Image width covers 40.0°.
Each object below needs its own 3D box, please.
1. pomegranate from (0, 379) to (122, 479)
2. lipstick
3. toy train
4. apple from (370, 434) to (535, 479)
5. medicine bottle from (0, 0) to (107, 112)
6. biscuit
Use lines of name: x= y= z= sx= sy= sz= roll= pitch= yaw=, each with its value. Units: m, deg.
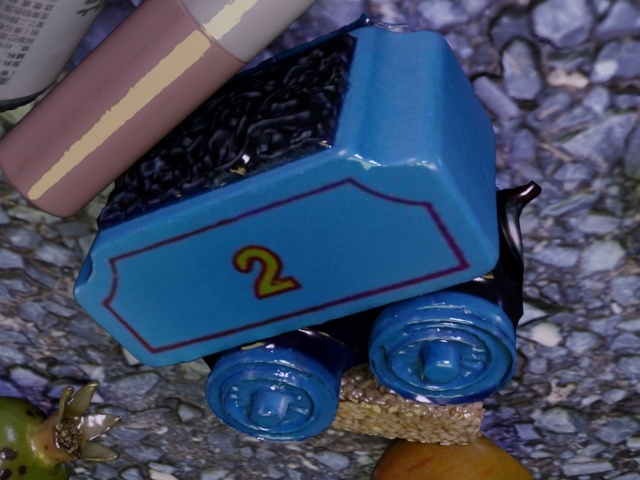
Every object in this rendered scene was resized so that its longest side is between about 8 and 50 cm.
pomegranate: x=-0.326 y=0.222 z=0.957 sx=0.220 sy=0.156 sz=0.156 roll=-40 pitch=128 yaw=0
lipstick: x=-0.092 y=-0.117 z=0.549 sx=0.254 sy=0.070 sz=0.070 roll=-38 pitch=124 yaw=16
toy train: x=0.000 y=0.000 z=0.640 sx=0.300 sy=0.188 sz=0.265 roll=-19 pitch=128 yaw=25
apple: x=0.150 y=0.279 z=0.943 sx=0.155 sy=0.182 sz=0.182 roll=-41 pitch=126 yaw=3
medicine bottle: x=-0.185 y=-0.171 z=0.496 sx=0.141 sy=0.141 sz=0.293 roll=29 pitch=132 yaw=-24
biscuit: x=0.082 y=0.161 z=0.887 sx=0.169 sy=0.070 sz=0.082 roll=3 pitch=134 yaw=5
